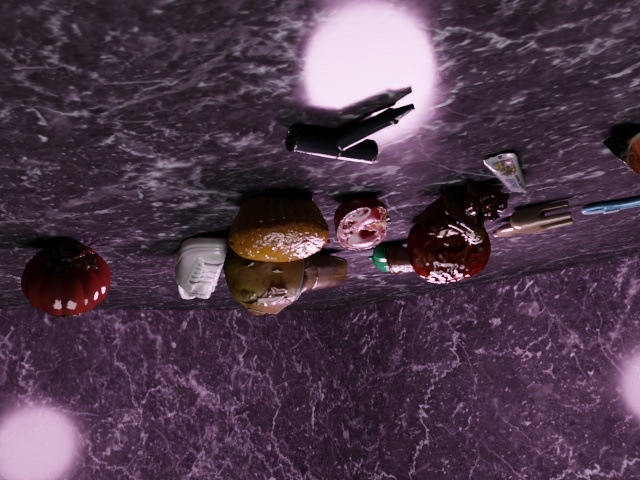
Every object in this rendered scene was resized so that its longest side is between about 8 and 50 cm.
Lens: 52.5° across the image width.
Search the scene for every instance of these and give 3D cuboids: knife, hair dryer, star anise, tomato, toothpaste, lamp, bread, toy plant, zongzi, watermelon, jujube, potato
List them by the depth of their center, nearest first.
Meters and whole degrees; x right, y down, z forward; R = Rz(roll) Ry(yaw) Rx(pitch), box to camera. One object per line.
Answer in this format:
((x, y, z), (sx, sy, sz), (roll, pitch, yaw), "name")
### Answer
((0.060, -0.186, 1.073), (0.173, 0.050, 0.195), (1, 163, -33), "hair dryer")
((0.616, -0.185, 1.278), (0.163, 0.087, 0.069), (6, 133, -50), "watermelon")
((0.421, -0.148, 1.445), (0.067, 0.037, 0.255), (-11, 164, 24), "toothpaste")
((-0.098, -0.028, 1.520), (0.240, 0.139, 0.240), (-5, 168, -1), "bread")
((0.341, -0.061, 1.558), (0.238, 0.148, 0.346), (-11, 177, 14), "star anise")
((0.097, -0.058, 1.604), (0.139, 0.091, 0.159), (-14, 142, -6), "tomato")
((-0.681, 0.100, 1.745), (0.227, 0.226, 0.227), (-5, 169, -1), "lamp")
((-0.185, 0.082, 1.816), (0.196, 0.246, 0.300), (11, 157, -22), "potato")
((0.875, -0.102, 1.883), (0.222, 0.031, 0.064), (-11, 164, 22), "knife")
((0.372, 0.029, 1.900), (0.232, 0.212, 0.213), (-2, 168, -8), "jujube")
((0.239, 0.061, 2.228), (0.201, 0.105, 0.143), (1, 165, 33), "toy plant")
((-0.091, 0.101, 2.247), (0.300, 0.138, 0.286), (3, -176, 37), "zongzi")

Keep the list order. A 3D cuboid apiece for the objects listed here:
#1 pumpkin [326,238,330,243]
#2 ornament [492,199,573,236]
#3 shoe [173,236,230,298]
((0.001, -0.001, 1.979), (0.050, 0.028, 0.083), (-5, 177, -9), "pumpkin")
((0.622, -0.053, 1.935), (0.245, 0.061, 0.230), (-12, 169, 23), "ornament")
((-0.354, 0.089, 1.931), (0.132, 0.160, 0.363), (-1, 169, -28), "shoe")
